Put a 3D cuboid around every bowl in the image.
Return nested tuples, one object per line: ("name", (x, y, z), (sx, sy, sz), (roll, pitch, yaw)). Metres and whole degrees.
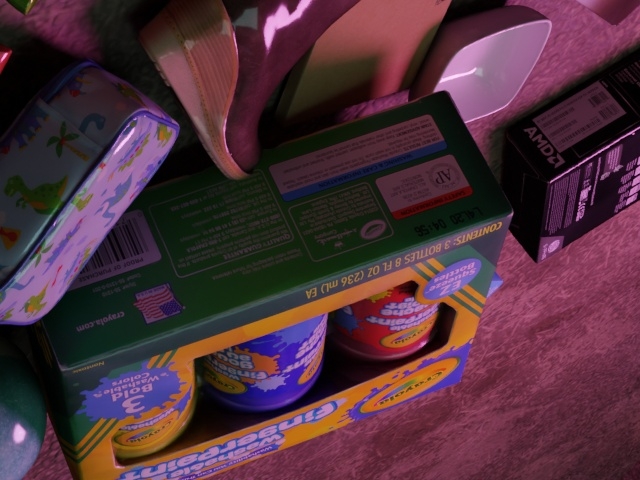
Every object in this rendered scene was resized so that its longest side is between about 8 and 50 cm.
("bowl", (0.154, -0.182, 1.579), (0.142, 0.053, 0.142), (-21, 153, -32))

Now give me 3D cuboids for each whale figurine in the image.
("whale figurine", (-0.382, 0.196, 1.448), (0.272, 0.141, 0.216), (-21, 153, -29))

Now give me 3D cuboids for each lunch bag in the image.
("lunch bag", (-0.214, -0.034, 1.244), (0.219, 0.090, 0.176), (-52, 171, 4))

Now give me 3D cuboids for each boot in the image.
("boot", (-0.030, -0.162, 1.319), (0.207, 0.090, 0.248), (-32, 153, -3))

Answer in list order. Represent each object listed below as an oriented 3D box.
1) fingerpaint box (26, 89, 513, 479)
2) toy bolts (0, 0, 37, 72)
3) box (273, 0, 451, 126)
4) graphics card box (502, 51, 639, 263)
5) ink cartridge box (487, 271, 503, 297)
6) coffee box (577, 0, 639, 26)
("fingerpaint box", (-0.060, 0.078, 1.556), (0.444, 0.163, 0.371), (-19, 153, -15))
("toy bolts", (-0.250, -0.189, 0.987), (0.228, 0.158, 0.218), (-56, -168, 18))
("box", (0.050, -0.197, 1.450), (0.164, 0.021, 0.201), (-20, 152, -32))
("graphics card box", (0.399, -0.139, 1.941), (0.371, 0.094, 0.233), (-32, 157, -11))
("ink cartridge box", (0.147, 0.065, 2.018), (0.104, 0.060, 0.180), (-46, 155, 24))
("coffee box", (0.235, -0.314, 1.360), (0.168, 0.119, 0.297), (-45, 155, 18))
